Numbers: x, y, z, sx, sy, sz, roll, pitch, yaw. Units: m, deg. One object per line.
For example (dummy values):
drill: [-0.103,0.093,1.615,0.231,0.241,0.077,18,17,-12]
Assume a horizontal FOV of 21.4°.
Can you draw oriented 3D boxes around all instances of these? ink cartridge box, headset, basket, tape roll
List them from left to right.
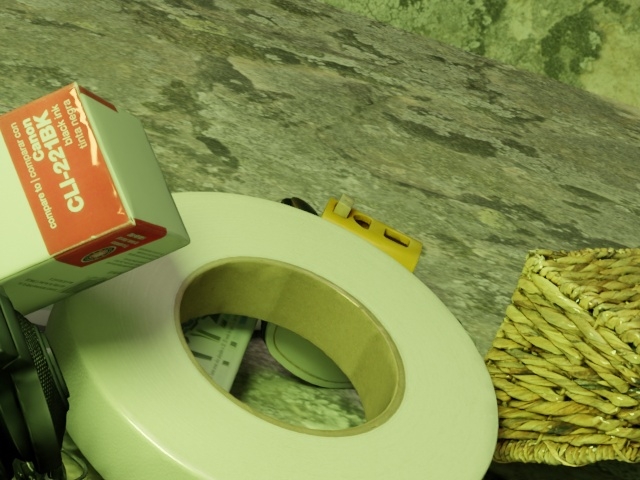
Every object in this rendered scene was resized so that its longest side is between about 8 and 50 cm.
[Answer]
headset: [-0.284,0.110,1.152,0.185,0.243,0.394,65,11,26]
ink cartridge box: [-0.257,0.000,1.254,0.273,0.114,0.197,-24,-7,5]
tape roll: [-0.036,0.110,1.424,0.392,0.072,0.392,18,35,-13]
basket: [0.301,0.147,1.556,0.299,0.223,0.213,-1,30,-46]

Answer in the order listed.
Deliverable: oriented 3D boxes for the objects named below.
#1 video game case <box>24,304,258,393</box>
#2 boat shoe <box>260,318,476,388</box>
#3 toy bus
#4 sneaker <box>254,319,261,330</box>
video game case: [-0.206,0.046,1.522,0.300,0.036,0.329,25,27,-3]
boat shoe: [0.040,0.087,1.667,0.255,0.095,0.079,4,25,-36]
toy bus: [0.011,0.004,1.825,0.202,0.104,0.191,7,28,-44]
sneaker: [-0.111,0.026,1.747,0.094,0.080,0.212,-20,41,-41]
